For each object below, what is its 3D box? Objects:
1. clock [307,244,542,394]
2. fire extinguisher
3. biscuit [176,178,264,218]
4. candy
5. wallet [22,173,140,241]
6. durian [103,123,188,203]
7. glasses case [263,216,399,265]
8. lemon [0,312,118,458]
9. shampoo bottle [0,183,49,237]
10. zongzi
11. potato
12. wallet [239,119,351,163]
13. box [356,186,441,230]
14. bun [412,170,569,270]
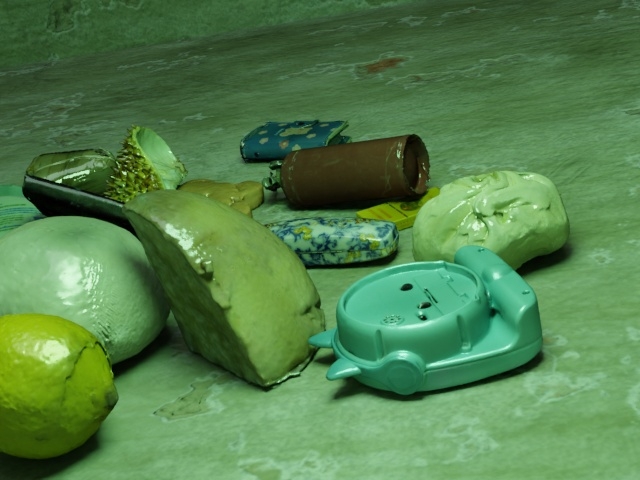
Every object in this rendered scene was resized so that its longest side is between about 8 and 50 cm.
[{"bbox_3d":[0.123,0.101,1.324,0.274,0.094,0.223,-14,22,-10],"label":"clock"},{"bbox_3d":[0.032,-0.115,1.858,0.336,0.107,0.147,-4,-4,33],"label":"fire extinguisher"},{"bbox_3d":[-0.282,-0.052,1.921,0.354,0.052,0.275,-4,24,14],"label":"biscuit"},{"bbox_3d":[-0.341,0.063,1.474,0.295,0.185,0.295,9,30,-5],"label":"candy"},{"bbox_3d":[-0.291,-0.020,1.614,0.317,0.045,0.172,17,-16,1],"label":"wallet"},{"bbox_3d":[-0.322,-0.120,1.950,0.139,0.144,0.252,26,10,-4],"label":"durian"},{"bbox_3d":[0.000,0.000,1.651,0.247,0.065,0.087,-3,22,21],"label":"glasses case"},{"bbox_3d":[-0.344,0.171,1.269,0.180,0.181,0.193,-26,44,-32],"label":"lemon"},{"bbox_3d":[-0.519,0.011,1.754,0.221,0.151,0.349,-20,25,-10],"label":"shampoo bottle"},{"bbox_3d":[-0.500,-0.103,2.089,0.194,0.099,0.197,-7,34,9],"label":"zongzi"},{"bbox_3d":[-0.101,0.029,1.397,0.189,0.264,0.211,-35,26,-27],"label":"potato"},{"bbox_3d":[-0.049,-0.205,2.160,0.202,0.059,0.141,1,24,27],"label":"wallet"},{"bbox_3d":[0.146,-0.049,1.755,0.155,0.023,0.087,-18,21,-15],"label":"box"},{"bbox_3d":[0.241,-0.033,1.525,0.229,0.145,0.229,-11,26,5],"label":"bun"}]
